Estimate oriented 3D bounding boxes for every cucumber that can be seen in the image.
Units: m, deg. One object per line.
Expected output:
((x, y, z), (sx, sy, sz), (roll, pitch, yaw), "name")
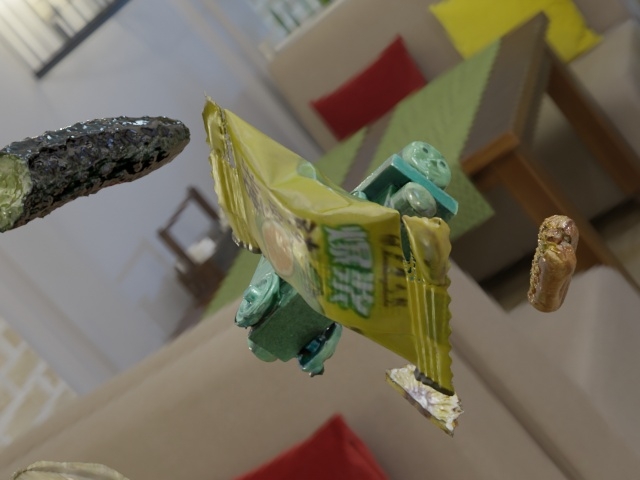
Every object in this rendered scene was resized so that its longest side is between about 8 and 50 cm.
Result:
((-0.227, -0.079, 1.242), (0.303, 0.081, 0.072), (-33, -39, -61), "cucumber")

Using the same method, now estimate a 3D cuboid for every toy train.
((0.027, 0.012, 1.369), (0.298, 0.120, 0.194), (-42, 17, 37), "toy train")

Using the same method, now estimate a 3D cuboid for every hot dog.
((0.261, 0.028, 1.426), (0.165, 0.045, 0.071), (81, -159, -65), "hot dog")

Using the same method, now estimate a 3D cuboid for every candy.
((0.000, 0.000, 1.087), (0.081, 0.187, 0.297), (-37, 47, -28), "candy")

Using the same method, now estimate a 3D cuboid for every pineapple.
((0.097, 0.134, 1.125), (0.045, 0.083, 0.019), (-43, -18, -30), "pineapple")

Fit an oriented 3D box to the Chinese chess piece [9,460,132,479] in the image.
((-0.144, 0.315, 1.041), (0.140, 0.338, 0.338), (-61, 15, 2), "Chinese chess piece")
